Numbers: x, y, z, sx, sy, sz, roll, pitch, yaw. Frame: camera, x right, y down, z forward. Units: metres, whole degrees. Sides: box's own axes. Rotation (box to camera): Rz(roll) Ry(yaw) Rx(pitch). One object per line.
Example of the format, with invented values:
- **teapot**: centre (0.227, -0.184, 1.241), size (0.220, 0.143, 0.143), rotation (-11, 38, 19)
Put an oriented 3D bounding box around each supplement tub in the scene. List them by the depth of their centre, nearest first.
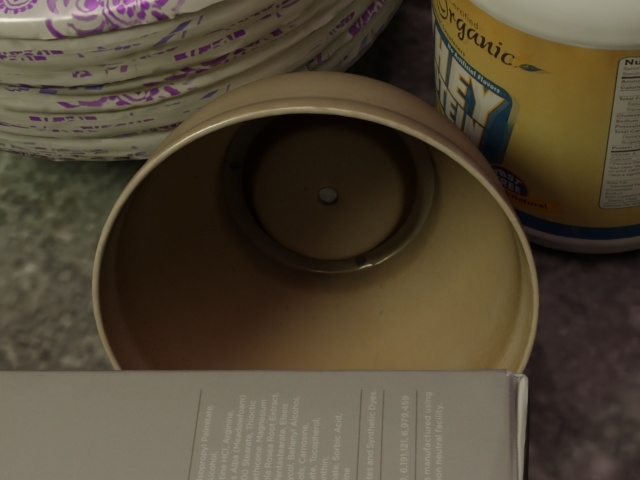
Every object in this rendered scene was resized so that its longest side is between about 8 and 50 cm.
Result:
- **supplement tub**: centre (0.117, -0.102, 0.493), size (0.144, 0.199, 0.144), rotation (-4, 56, 5)

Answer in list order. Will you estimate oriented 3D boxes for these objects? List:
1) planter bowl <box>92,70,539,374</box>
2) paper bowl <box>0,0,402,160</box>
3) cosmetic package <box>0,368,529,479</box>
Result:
- **planter bowl**: centre (0.000, 0.000, 0.482), size (0.162, 0.162, 0.109), rotation (-4, 29, 5)
- **paper bowl**: centre (-0.092, -0.159, 0.591), size (0.284, 0.148, 0.284), rotation (-4, 56, 6)
- **cosmetic package**: centre (-0.050, 0.113, 0.419), size (0.238, 0.127, 0.107), rotation (3, 57, 7)
